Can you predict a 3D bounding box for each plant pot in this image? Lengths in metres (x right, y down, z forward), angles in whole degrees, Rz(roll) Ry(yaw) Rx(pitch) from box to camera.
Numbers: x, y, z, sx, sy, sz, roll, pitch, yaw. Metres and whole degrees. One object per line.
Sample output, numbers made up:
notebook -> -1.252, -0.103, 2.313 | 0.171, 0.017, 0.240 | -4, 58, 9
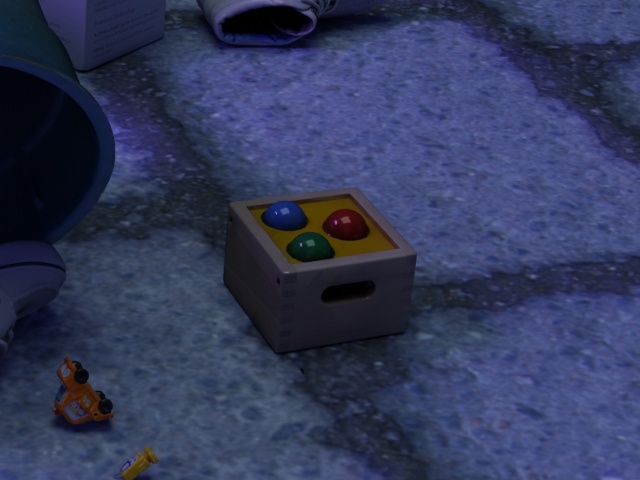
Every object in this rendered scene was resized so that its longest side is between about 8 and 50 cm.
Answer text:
plant pot -> -0.371, -0.175, 1.395 | 0.341, 0.341, 0.334 | -6, 60, -21

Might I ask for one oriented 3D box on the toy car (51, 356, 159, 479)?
toy car -> -0.173, 0.137, 1.295 | 0.040, 0.060, 0.122 | -38, 35, -9

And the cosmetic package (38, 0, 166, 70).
cosmetic package -> -0.274, -0.317, 1.945 | 0.151, 0.184, 0.151 | 21, 32, 26

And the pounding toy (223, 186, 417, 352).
pounding toy -> 0.006, -0.004, 1.537 | 0.181, 0.094, 0.206 | -8, 33, -24

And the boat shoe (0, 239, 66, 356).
boat shoe -> -0.291, 0.071, 1.356 | 0.088, 0.096, 0.267 | 53, 30, 13

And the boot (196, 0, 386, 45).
boot -> -0.015, -0.283, 2.050 | 0.258, 0.095, 0.123 | -9, 38, -10
